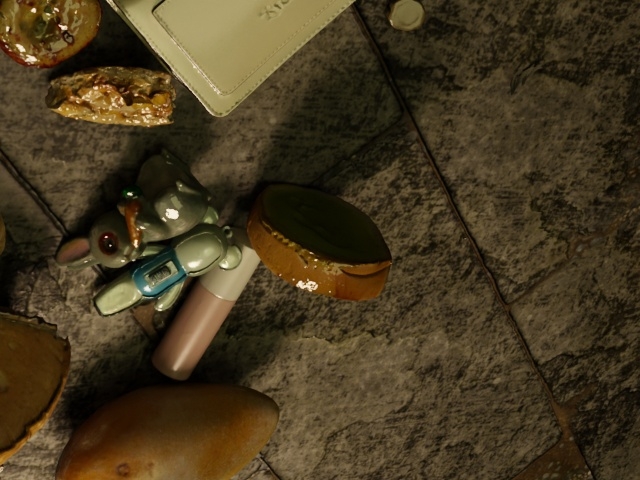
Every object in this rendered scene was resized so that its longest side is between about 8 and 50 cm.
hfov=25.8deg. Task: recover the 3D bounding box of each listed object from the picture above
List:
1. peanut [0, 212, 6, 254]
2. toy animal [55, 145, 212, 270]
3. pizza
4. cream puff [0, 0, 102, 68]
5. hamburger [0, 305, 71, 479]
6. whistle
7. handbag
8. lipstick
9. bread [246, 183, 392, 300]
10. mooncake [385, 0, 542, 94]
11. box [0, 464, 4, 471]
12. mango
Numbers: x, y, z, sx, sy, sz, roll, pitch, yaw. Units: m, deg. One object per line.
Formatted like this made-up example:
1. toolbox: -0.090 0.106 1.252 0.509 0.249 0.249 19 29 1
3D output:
1. peanut: -0.480 0.018 1.898 0.093 0.083 0.194 -42 159 -56
2. toy animal: -0.264 -0.016 2.002 0.236 0.108 0.138 -48 137 8
3. pizza: -0.251 -0.191 1.857 0.182 0.062 0.161 11 156 -43
4. cream puff: -0.348 -0.290 1.739 0.149 0.084 0.149 -18 129 -24
5. hamburger: -0.556 0.240 1.839 0.445 0.287 0.268 16 142 -43
6. whistle: -0.235 0.042 2.099 0.235 0.077 0.114 -31 107 -3
7. handbag: -0.092 -0.369 1.805 0.358 0.160 0.237 -41 132 -1
8. lipstick: -0.176 0.100 2.185 0.070 0.070 0.254 16 114 -42
9. bread: 0.000 0.000 2.112 0.236 0.236 0.070 3 124 -37
10. mooncake: 0.234 -0.300 2.161 0.150 0.057 0.347 -35 141 12
11. box: -0.576 0.311 2.085 0.039 0.055 0.218 -50 136 11
12. mango: -0.246 0.330 2.228 0.384 0.199 0.221 -22 132 -22
